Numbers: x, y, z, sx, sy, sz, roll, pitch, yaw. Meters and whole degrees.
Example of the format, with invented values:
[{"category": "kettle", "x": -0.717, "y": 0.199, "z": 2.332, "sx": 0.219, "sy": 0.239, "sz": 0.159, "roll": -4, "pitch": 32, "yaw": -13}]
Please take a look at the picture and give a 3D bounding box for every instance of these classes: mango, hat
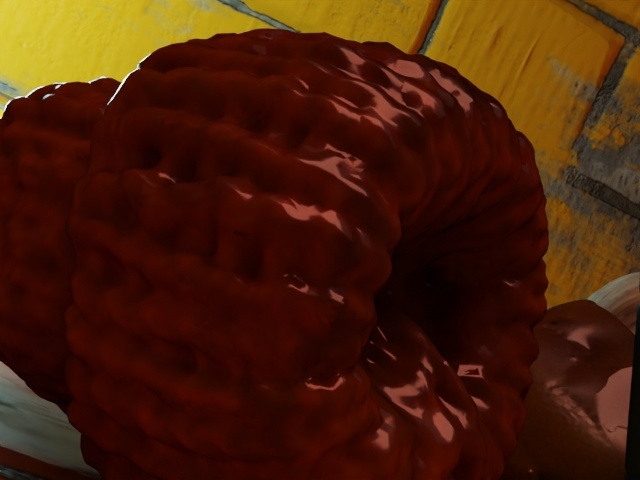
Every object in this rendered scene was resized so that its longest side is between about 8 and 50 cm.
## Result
[{"category": "mango", "x": 0.197, "y": 0.157, "z": 1.495, "sx": 0.166, "sy": 0.136, "sz": 0.236, "roll": -11, "pitch": 29, "yaw": -21}, {"category": "hat", "x": -0.095, "y": 0.037, "z": 0.923, "sx": 0.400, "sy": 0.285, "sz": 0.285, "roll": -2, "pitch": -11, "yaw": 27}]

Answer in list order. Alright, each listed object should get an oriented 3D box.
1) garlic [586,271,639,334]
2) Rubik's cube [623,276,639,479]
[{"category": "garlic", "x": 0.265, "y": 0.158, "z": 1.660, "sx": 0.253, "sy": 0.245, "sz": 0.245, "roll": -11, "pitch": 13, "yaw": -11}, {"category": "Rubik's cube", "x": 0.421, "y": 0.110, "z": 1.074, "sx": 0.344, "sy": 0.347, "sz": 0.347, "roll": 16, "pitch": -15, "yaw": -38}]
